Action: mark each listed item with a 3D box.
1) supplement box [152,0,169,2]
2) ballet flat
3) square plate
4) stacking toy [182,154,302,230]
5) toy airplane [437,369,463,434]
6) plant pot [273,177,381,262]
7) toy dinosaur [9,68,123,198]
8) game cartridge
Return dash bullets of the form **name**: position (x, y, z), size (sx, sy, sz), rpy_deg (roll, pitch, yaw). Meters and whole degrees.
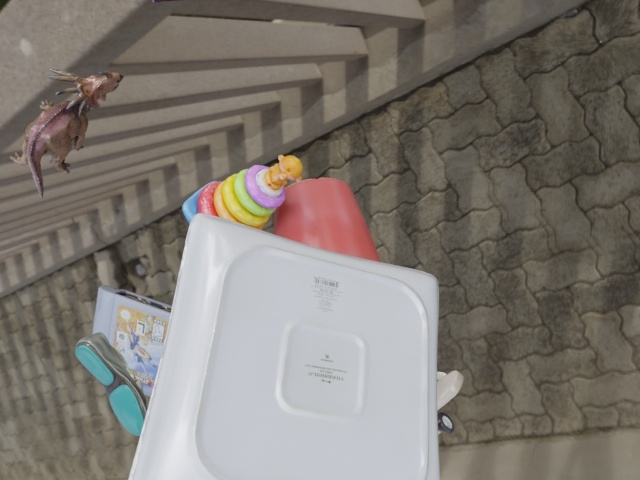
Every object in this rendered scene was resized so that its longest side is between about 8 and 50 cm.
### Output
- **supplement box**: position (-0.187, -0.417, 0.818), size (0.104, 0.188, 0.080), rpy_deg (43, 139, 33)
- **ballet flat**: position (-0.374, 0.263, 1.032), size (0.072, 0.068, 0.213), rpy_deg (-35, 91, 23)
- **square plate**: position (-0.006, 0.151, 0.626), size (0.348, 0.343, 0.049), rpy_deg (15, 151, -17)
- **stacking toy**: position (-0.145, -0.105, 1.218), size (0.302, 0.165, 0.175), rpy_deg (-32, 102, 38)
- **toy airplane**: position (0.157, 0.467, 1.370), size (0.272, 0.386, 0.384), rpy_deg (50, 163, 11)
- **plant pot**: position (0.000, 0.000, 1.325), size (0.275, 0.275, 0.243), rpy_deg (-25, 64, 32)
- **toy dinosaur**: position (-0.551, -0.245, 1.154), size (0.127, 0.295, 0.200), rpy_deg (30, 149, -22)
- **game cartridge**: position (-0.377, 0.227, 1.188), size (0.298, 0.062, 0.197), rpy_deg (13, 94, 24)
